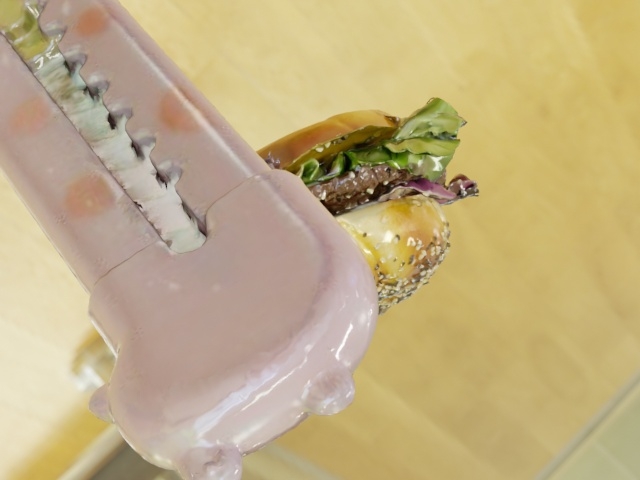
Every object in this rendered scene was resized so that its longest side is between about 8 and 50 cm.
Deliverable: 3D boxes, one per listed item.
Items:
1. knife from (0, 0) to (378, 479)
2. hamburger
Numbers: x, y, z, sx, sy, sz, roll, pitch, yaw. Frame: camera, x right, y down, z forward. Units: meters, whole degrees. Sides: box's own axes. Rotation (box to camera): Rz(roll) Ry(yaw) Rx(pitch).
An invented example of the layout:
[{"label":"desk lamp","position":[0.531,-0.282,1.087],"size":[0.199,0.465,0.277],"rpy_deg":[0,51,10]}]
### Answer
[{"label":"knife","position":[-0.093,-0.062,0.650],"size":[0.132,0.398,0.038],"rpy_deg":[-36,137,-5]},{"label":"hamburger","position":[0.002,-0.002,0.971],"size":[0.189,0.093,0.164],"rpy_deg":[-35,168,33]}]
